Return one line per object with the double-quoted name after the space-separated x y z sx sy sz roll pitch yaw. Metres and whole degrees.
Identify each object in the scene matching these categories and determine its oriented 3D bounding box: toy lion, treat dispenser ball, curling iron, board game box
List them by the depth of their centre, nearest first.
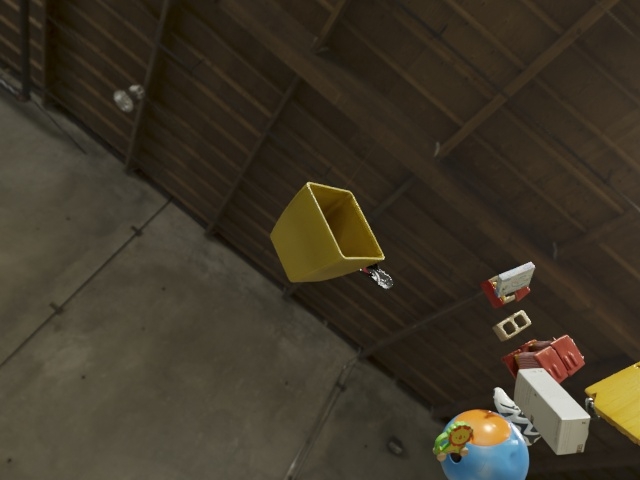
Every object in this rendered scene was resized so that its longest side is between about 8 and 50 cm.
0.487 0.100 1.333 0.090 0.090 0.020 77 -9 -55 "board game box"
0.336 0.501 1.335 0.100 0.034 0.096 -7 -69 -12 "toy lion"
0.904 0.547 1.749 0.035 0.068 0.274 -11 -16 29 "curling iron"
0.545 0.718 1.779 0.288 0.288 0.288 20 -39 18 "treat dispenser ball"

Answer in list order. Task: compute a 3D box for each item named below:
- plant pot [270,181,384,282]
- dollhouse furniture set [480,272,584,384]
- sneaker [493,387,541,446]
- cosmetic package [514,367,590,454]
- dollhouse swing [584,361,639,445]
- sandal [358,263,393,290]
0.000 0.000 1.356 0.187 0.212 0.212 -34 -110 28 "plant pot"
0.668 0.291 1.764 0.374 0.152 0.201 61 -18 10 "dollhouse furniture set"
0.783 0.659 2.043 0.153 0.234 0.094 -35 -28 25 "sneaker"
0.632 0.466 1.465 0.086 0.231 0.117 -3 -72 -7 "cosmetic package"
0.920 0.518 1.322 0.347 0.315 0.304 -131 -161 -71 "dollhouse swing"
0.140 0.075 1.545 0.179 0.067 0.040 36 -37 8 "sandal"
